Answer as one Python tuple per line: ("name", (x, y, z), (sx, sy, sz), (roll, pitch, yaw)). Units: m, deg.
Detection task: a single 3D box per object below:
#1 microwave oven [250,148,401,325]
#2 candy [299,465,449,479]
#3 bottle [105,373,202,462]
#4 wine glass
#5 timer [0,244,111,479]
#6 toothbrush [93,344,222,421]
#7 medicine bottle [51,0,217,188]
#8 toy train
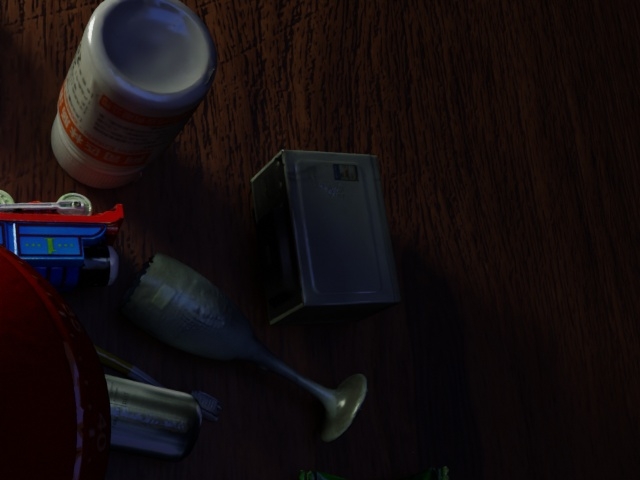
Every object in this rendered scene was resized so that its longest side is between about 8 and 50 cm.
("microwave oven", (0.000, 0.000, 1.064), (0.163, 0.129, 0.205), (1, 72, -27))
("candy", (0.066, 0.359, 1.004), (0.203, 0.078, 0.141), (3, 59, -16))
("bottle", (-0.256, 0.174, 0.885), (0.253, 0.079, 0.096), (18, 55, -23))
("wine glass", (-0.060, 0.115, 0.907), (0.309, 0.264, 0.096), (34, 70, -15))
("timer", (-0.365, 0.164, 0.652), (0.377, 0.279, 0.378), (-2, 76, 7))
("toothbrush", (-0.240, 0.138, 0.942), (0.288, 0.021, 0.024), (31, 49, -17))
("medicine bottle", (-0.221, -0.160, 0.925), (0.144, 0.252, 0.145), (8, 71, -24))
("toy train", (-0.322, 0.014, 0.894), (0.203, 0.083, 0.131), (0, 58, -28))
